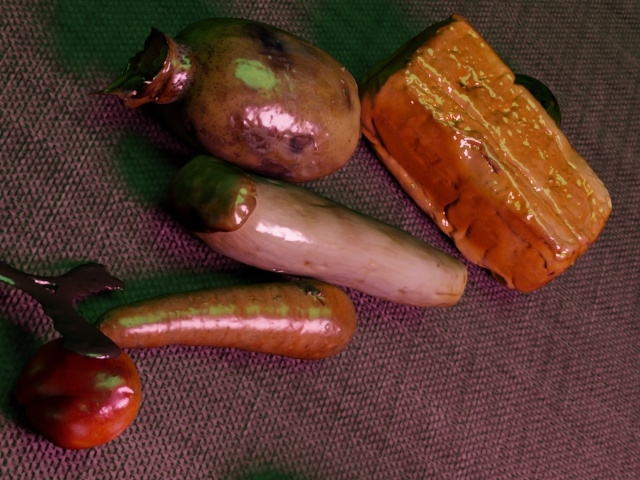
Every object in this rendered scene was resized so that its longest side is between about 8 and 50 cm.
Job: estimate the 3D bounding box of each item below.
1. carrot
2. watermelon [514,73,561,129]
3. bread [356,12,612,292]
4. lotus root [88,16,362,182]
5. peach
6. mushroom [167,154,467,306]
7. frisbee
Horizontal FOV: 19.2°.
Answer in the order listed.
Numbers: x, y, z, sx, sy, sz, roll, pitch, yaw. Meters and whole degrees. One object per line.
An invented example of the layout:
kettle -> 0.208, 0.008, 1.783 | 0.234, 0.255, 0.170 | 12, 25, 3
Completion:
carrot -> -0.096, 0.073, 1.709 | 0.298, 0.078, 0.078 | 0, 63, -37
watermelon -> 0.237, -0.145, 2.151 | 0.105, 0.062, 0.105 | 24, 53, -38
bread -> 0.174, -0.090, 2.007 | 0.294, 0.132, 0.167 | 49, 43, -5
lotus root -> -0.081, -0.143, 1.805 | 0.278, 0.154, 0.154 | 16, 53, -30
peach -> -0.196, 0.122, 1.559 | 0.101, 0.101, 0.100 | 22, 50, -29
mushroom -> -0.002, -0.002, 1.818 | 0.333, 0.087, 0.107 | 17, 17, -39
frisbee -> -0.228, 0.036, 1.610 | 0.211, 0.012, 0.187 | 30, 17, 16
